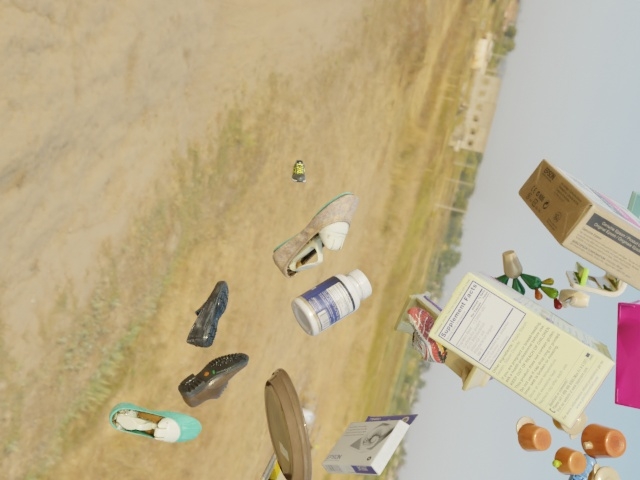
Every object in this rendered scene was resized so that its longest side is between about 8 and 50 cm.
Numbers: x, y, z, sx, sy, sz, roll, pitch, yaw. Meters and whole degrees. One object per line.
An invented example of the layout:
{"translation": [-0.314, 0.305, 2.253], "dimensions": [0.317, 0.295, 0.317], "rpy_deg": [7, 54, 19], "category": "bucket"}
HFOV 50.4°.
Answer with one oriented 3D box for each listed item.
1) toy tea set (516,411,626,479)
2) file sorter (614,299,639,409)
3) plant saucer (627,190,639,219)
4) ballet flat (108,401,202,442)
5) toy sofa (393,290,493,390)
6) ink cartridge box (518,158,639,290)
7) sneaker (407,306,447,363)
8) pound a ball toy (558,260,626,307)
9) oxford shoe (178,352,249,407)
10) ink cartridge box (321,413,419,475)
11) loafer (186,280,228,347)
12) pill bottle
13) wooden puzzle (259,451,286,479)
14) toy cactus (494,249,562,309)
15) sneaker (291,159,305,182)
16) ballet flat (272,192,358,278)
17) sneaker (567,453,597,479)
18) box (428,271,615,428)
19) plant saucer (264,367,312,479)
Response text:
{"translation": [0.674, 0.550, 1.847], "dimensions": [0.200, 0.336, 0.124], "rpy_deg": [-61, -169, -19], "category": "toy tea set"}
{"translation": [0.964, 0.319, 1.904], "dimensions": [0.182, 0.202, 0.291], "rpy_deg": [-4, 95, -46], "category": "file sorter"}
{"translation": [0.971, -0.057, 2.122], "dimensions": [0.067, 0.018, 0.192], "rpy_deg": [9, 97, -35], "category": "plant saucer"}
{"translation": [-0.437, 0.484, 1.769], "dimensions": [0.087, 0.247, 0.083], "rpy_deg": [-40, 141, -80], "category": "ballet flat"}
{"translation": [0.443, 0.332, 2.310], "dimensions": [0.177, 0.362, 0.150], "rpy_deg": [-3, 123, -43], "category": "toy sofa"}
{"translation": [0.475, -0.031, 1.184], "dimensions": [0.088, 0.193, 0.235], "rpy_deg": [-58, -164, 21], "category": "ink cartridge box"}
{"translation": [0.324, 0.311, 2.178], "dimensions": [0.088, 0.092, 0.225], "rpy_deg": [-54, 125, -44], "category": "sneaker"}
{"translation": [0.663, 0.086, 1.626], "dimensions": [0.319, 0.135, 0.208], "rpy_deg": [-12, 113, -72], "category": "pound a ball toy"}
{"translation": [-0.305, 0.409, 2.000], "dimensions": [0.227, 0.083, 0.096], "rpy_deg": [-29, 122, -22], "category": "oxford shoe"}
{"translation": [0.137, 0.553, 1.894], "dimensions": [0.223, 0.045, 0.224], "rpy_deg": [-22, -162, 49], "category": "ink cartridge box"}
{"translation": [-0.327, 0.209, 1.979], "dimensions": [0.076, 0.078, 0.223], "rpy_deg": [76, 24, -49], "category": "loafer"}
{"translation": [0.028, 0.133, 1.512], "dimensions": [0.169, 0.094, 0.094], "rpy_deg": [-29, 148, -22], "category": "pill bottle"}
{"translation": [-0.127, 0.667, 1.802], "dimensions": [0.239, 0.044, 0.221], "rpy_deg": [-65, 161, -62], "category": "wooden puzzle"}
{"translation": [0.535, 0.110, 1.823], "dimensions": [0.112, 0.219, 0.180], "rpy_deg": [-29, 108, -29], "category": "toy cactus"}
{"translation": [-0.048, -0.150, 1.469], "dimensions": [0.083, 0.031, 0.035], "rpy_deg": [-107, -158, -64], "category": "sneaker"}
{"translation": [0.000, 0.000, 1.825], "dimensions": [0.107, 0.106, 0.316], "rpy_deg": [11, 138, -46], "category": "ballet flat"}
{"translation": [0.761, 0.735, 2.018], "dimensions": [0.082, 0.069, 0.209], "rpy_deg": [17, 95, -47], "category": "sneaker"}
{"translation": [0.321, 0.161, 1.083], "dimensions": [0.117, 0.243, 0.213], "rpy_deg": [-59, 162, 9], "category": "box"}
{"translation": [-0.081, 0.436, 1.576], "dimensions": [0.278, 0.041, 0.278], "rpy_deg": [170, -90, -72], "category": "plant saucer"}
